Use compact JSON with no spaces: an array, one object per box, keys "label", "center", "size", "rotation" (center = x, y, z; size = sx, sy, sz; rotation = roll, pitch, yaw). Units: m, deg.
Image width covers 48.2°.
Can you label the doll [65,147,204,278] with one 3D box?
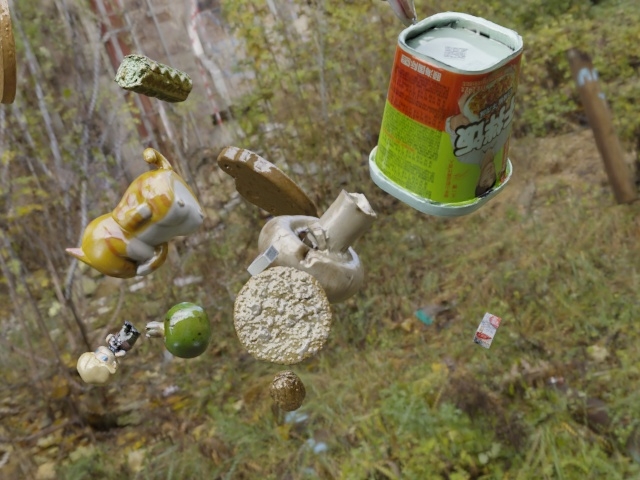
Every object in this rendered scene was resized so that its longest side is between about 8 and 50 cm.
[{"label":"doll","center":[-0.367,-0.030,1.463],"size":[0.269,0.162,0.167],"rotation":[-47,-31,1]}]

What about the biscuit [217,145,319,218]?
[{"label":"biscuit","center":[-0.169,-0.166,2.252],"size":[0.074,0.359,0.381],"rotation":[-51,24,-13]}]

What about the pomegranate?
[{"label":"pomegranate","center":[-0.450,0.286,2.270],"size":[0.210,0.180,0.180],"rotation":[0,4,-19]}]

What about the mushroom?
[{"label":"mushroom","center":[0.000,0.000,1.804],"size":[0.290,0.292,0.292],"rotation":[-58,-6,23]}]

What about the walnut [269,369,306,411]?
[{"label":"walnut","center":[-0.075,0.342,1.625],"size":[0.083,0.096,0.079],"rotation":[-11,34,4]}]

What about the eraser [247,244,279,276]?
[{"label":"eraser","center":[-0.128,0.045,1.603],"size":[0.052,0.029,0.122],"rotation":[-42,5,11]}]

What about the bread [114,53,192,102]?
[{"label":"bread","center":[-0.422,-0.415,1.860],"size":[0.098,0.087,0.269],"rotation":[-58,-15,11]}]

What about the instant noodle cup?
[{"label":"instant noodle cup","center":[0.250,-0.254,1.392],"size":[0.294,0.307,0.294],"rotation":[1,42,-1]}]

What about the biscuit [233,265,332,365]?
[{"label":"biscuit","center":[-0.078,0.159,1.511],"size":[0.220,0.219,0.033],"rotation":[-22,-17,-16]}]

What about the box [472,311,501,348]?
[{"label":"box","center":[0.509,0.272,2.180],"size":[0.055,0.039,0.218],"rotation":[24,17,16]}]

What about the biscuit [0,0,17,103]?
[{"label":"biscuit","center":[-0.578,-0.348,1.309],"size":[0.029,0.220,0.142],"rotation":[-7,34,-29]}]

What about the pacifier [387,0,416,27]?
[{"label":"pacifier","center":[0.213,-0.686,1.749],"size":[0.273,0.220,0.332],"rotation":[-51,18,34]}]

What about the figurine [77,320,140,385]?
[{"label":"figurine","center":[-0.588,0.319,2.000],"size":[0.196,0.114,0.108],"rotation":[-49,-16,-3]}]
